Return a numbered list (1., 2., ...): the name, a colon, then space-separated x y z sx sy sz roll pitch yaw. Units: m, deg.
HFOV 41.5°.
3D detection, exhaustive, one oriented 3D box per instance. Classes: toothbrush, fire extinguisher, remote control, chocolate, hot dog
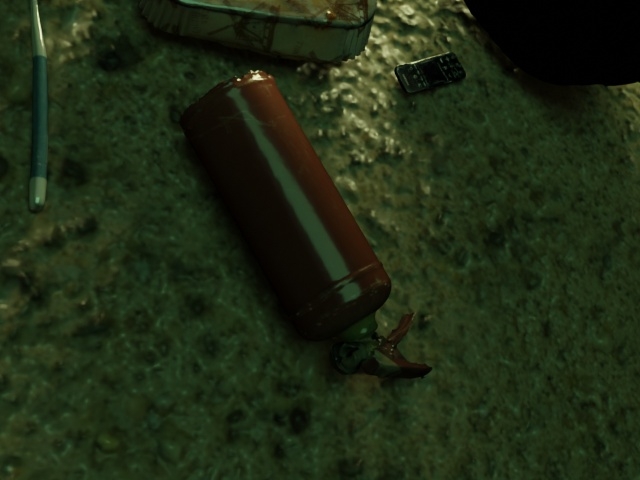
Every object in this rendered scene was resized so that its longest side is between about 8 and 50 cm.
1. toothbrush: -0.269 -0.156 0.817 0.025 0.019 0.276 4 68 -29
2. fire extinguisher: 0.000 0.000 0.830 0.147 0.106 0.337 -22 80 -53
3. remote control: 0.129 -0.197 1.000 0.096 0.014 0.039 -21 79 -29
4. chocolate: 0.314 -0.353 1.028 0.340 0.225 0.210 50 48 1
5. hot dog: -0.064 -0.266 0.913 0.267 0.075 0.144 6 63 -17
